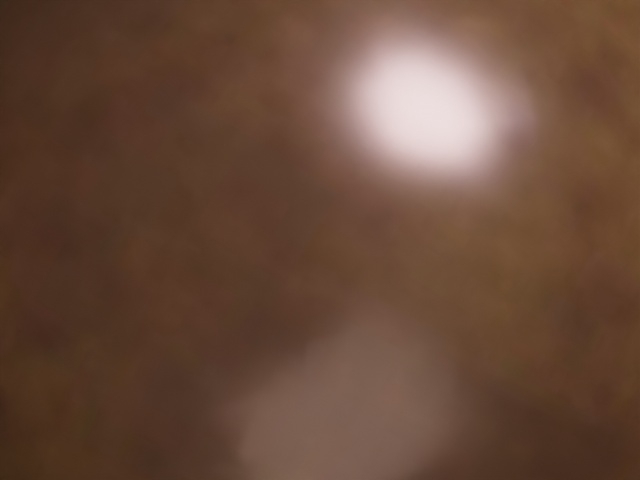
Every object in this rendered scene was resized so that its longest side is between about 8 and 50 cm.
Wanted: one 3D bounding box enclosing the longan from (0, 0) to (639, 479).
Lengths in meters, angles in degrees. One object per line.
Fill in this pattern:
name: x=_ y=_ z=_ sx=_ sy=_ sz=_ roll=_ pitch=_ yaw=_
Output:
longan: x=0.000 y=0.000 z=0.468 sx=0.318 sy=0.319 sz=0.319 roll=-4 pitch=128 yaw=-5
